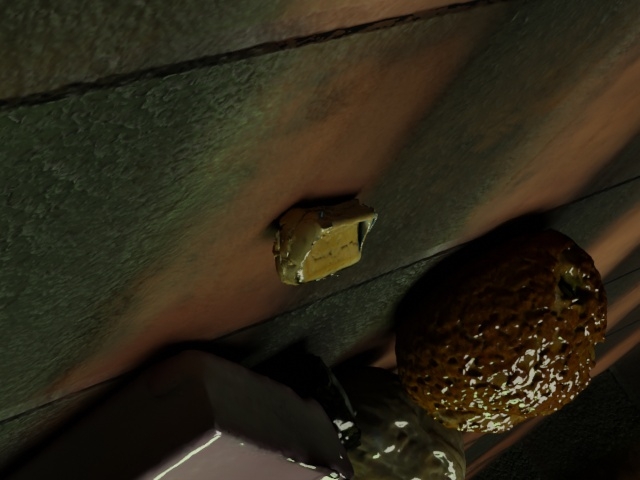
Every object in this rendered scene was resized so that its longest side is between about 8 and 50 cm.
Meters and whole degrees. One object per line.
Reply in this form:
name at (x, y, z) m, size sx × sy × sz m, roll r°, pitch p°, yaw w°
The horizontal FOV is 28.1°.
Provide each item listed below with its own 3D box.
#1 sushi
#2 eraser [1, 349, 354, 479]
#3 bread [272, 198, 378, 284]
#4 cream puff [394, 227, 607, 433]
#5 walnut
sushi at (-0.028, 0.219, 1.547) m, size 0.127 × 0.124 × 0.225 m, roll -31°, pitch 168°, yaw -6°
eraser at (-0.180, 0.277, 1.337) m, size 0.359 × 0.122 × 0.272 m, roll -39°, pitch 142°, yaw 16°
bread at (0.000, 0.000, 1.127) m, size 0.106 × 0.053 × 0.072 m, roll -13°, pitch 131°, yaw -54°
cream puff at (0.240, 0.130, 1.636) m, size 0.303 × 0.212 × 0.303 m, roll -32°, pitch 168°, yaw -8°
walnut at (0.098, 0.276, 1.734) m, size 0.178 × 0.230 × 0.178 m, roll -56°, pitch -169°, yaw 17°
